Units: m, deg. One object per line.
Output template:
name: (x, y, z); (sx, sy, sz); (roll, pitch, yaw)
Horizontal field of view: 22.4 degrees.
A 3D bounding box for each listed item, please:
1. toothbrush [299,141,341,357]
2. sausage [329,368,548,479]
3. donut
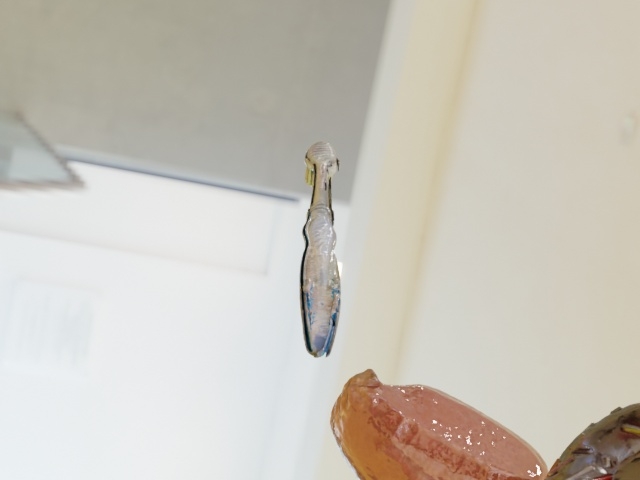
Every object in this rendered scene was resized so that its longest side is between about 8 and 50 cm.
toothbrush: (0.000, 0.000, 1.434); (0.413, 0.035, 0.042); (-89, -178, -66)
sausage: (0.129, 0.235, 1.707); (0.148, 0.254, 0.148); (-50, 159, -28)
donut: (0.309, 0.228, 1.488); (0.089, 0.235, 0.235); (63, 0, -25)
